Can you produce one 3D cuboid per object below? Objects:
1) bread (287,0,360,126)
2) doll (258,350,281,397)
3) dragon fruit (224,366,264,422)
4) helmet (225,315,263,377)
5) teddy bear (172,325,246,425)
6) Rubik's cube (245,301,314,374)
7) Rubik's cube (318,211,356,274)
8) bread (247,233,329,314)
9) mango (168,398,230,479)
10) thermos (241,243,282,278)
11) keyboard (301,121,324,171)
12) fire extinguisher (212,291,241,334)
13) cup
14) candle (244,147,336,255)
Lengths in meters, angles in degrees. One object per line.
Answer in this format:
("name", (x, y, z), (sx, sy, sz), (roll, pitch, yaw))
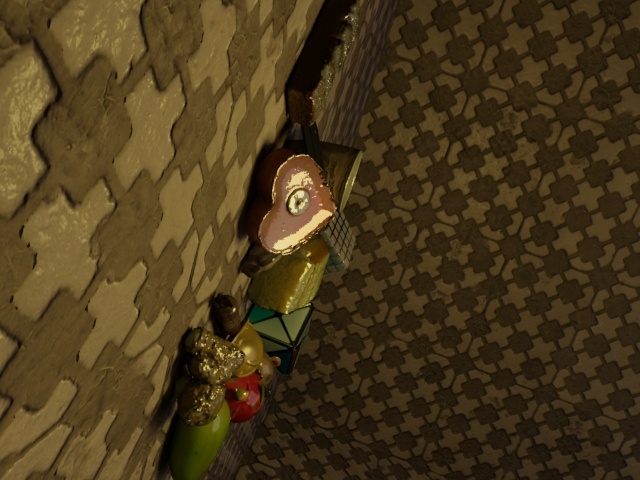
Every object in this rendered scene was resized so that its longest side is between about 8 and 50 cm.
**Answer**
("bread", (0.012, -0.569, 1.585), (0.165, 0.113, 0.417), (85, 26, -71))
("doll", (-0.304, 0.574, 2.056), (0.330, 0.235, 0.174), (-64, -154, 24))
("dragon fruit", (-0.306, 0.534, 1.819), (0.224, 0.224, 0.227), (-60, 156, -60))
("helmet", (-0.264, 0.383, 1.723), (0.205, 0.140, 0.257), (-49, -178, 14))
("teddy bear", (-0.323, 0.391, 1.423), (0.267, 0.156, 0.256), (94, 18, -73))
("Rubik's cube", (-0.188, 0.382, 2.151), (0.250, 0.246, 0.248), (103, 8, -47))
("Rubik's cube", (0.000, 0.000, 2.282), (0.237, 0.236, 0.238), (63, 30, -28))
("bread", (-0.116, 0.099, 2.002), (0.395, 0.239, 0.264), (-43, 149, -71))
("mango", (-0.386, 0.627, 1.600), (0.343, 0.156, 0.192), (-68, 166, 15))
("thermos", (-0.185, 0.049, 1.723), (0.105, 0.137, 0.193), (62, 35, -18))
("keyboard", (-0.033, -0.377, 1.661), (0.103, 0.041, 0.381), (40, 37, -41))
("fire extinguisher", (-0.273, 0.222, 1.543), (0.075, 0.106, 0.252), (-45, 163, -26))
("cup", (-0.019, -0.205, 1.758), (0.227, 0.257, 0.301), (-51, 159, -66))
("candle", (-0.085, -0.123, 1.564), (0.287, 0.131, 0.317), (0, 114, -37))
